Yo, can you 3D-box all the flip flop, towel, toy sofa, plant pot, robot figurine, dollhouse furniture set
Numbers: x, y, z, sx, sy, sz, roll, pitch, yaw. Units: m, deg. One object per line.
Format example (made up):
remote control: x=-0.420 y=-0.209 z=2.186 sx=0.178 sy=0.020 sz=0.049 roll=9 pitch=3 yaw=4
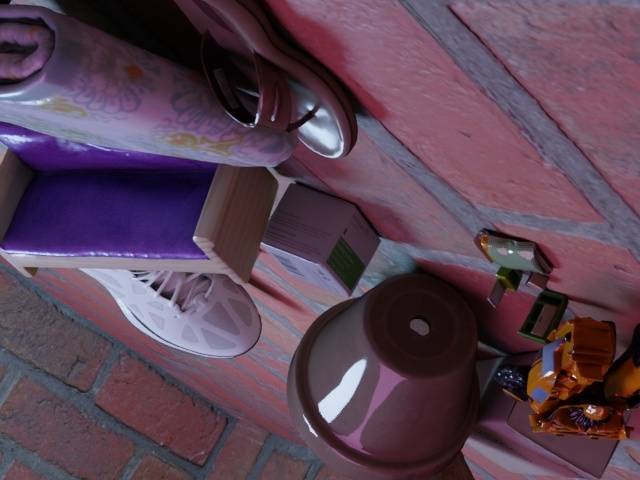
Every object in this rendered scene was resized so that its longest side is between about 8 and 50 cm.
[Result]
flip flop: x=-0.064 y=-0.152 z=1.224 sx=0.112 sy=0.080 sz=0.277 roll=18 pitch=163 yaw=39
towel: x=-0.256 y=-0.158 z=1.355 sx=0.374 sy=0.090 sz=0.320 roll=11 pitch=179 yaw=42
toy sofa: x=-0.251 y=-0.054 z=1.616 sx=0.362 sy=0.150 sz=0.177 roll=1 pitch=150 yaw=29
plant pot: x=0.101 y=0.161 z=1.732 sx=0.263 sy=0.263 sz=0.229 roll=28 pitch=150 yaw=4
robot figurine: x=0.305 y=0.155 z=1.457 sx=0.211 sy=0.085 sz=0.291 roll=5 pitch=159 yaw=-2
dollhouse furniture set: x=0.214 y=0.052 z=1.443 sx=0.076 sy=0.059 sz=0.151 roll=17 pitch=162 yaw=39

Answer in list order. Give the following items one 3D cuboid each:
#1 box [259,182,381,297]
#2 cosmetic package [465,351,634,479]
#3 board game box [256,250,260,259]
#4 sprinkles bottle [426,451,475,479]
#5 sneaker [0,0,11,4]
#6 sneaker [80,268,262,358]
box: x=0.000 y=0.000 z=1.625 sx=0.102 sy=0.087 sz=0.101 roll=20 pitch=163 yaw=32
cosmetic package: x=0.289 y=0.248 z=1.885 sx=0.160 sy=0.113 sz=0.309 roll=31 pitch=167 yaw=-7
board game box: x=-0.177 y=-0.016 z=2.052 sx=0.154 sy=0.026 sz=0.103 roll=38 pitch=164 yaw=-31
sprinkles bottle: x=0.122 y=0.270 z=1.926 sx=0.121 sy=0.121 sz=0.355 roll=42 pitch=-165 yaw=-42
sneaker: x=-0.332 y=-0.271 z=1.321 sx=0.295 sy=0.105 sz=0.147 roll=24 pitch=169 yaw=38
sneaker: x=-0.267 y=0.063 z=2.167 sx=0.447 sy=0.169 sz=0.257 roll=36 pitch=173 yaw=-16
